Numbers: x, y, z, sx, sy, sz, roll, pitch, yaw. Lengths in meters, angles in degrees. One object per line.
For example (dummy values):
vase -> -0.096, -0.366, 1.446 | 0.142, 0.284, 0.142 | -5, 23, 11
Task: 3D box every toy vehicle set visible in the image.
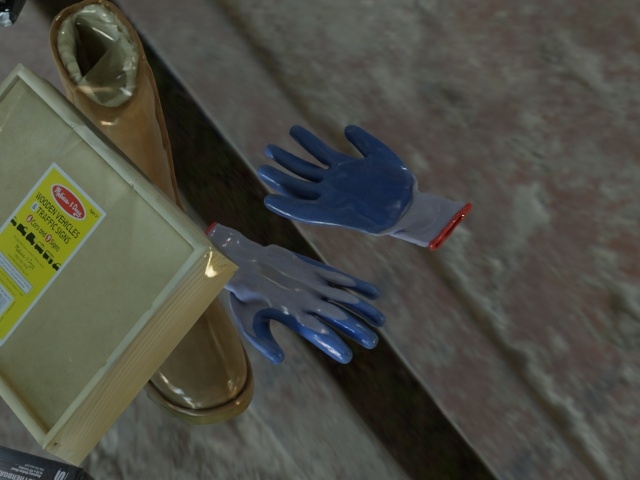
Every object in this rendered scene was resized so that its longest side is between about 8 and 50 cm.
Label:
toy vehicle set -> -0.184, 0.008, 1.257 | 0.166, 0.267, 0.035 | -50, 138, 3

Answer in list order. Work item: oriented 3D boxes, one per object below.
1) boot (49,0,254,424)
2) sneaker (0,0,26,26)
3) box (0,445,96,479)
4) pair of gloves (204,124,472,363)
boot -> -0.136, -0.016, 1.452 | 0.089, 0.236, 0.269 | -23, 139, -14
sneaker -> -0.239, -0.083, 0.931 | 0.094, 0.151, 0.256 | 27, 74, 16
box -> -0.231, 0.237, 1.541 | 0.183, 0.231, 0.056 | 10, 64, 26
pair of gloves -> 0.000, 0.000, 1.295 | 0.159, 0.023, 0.198 | 25, 59, 25
